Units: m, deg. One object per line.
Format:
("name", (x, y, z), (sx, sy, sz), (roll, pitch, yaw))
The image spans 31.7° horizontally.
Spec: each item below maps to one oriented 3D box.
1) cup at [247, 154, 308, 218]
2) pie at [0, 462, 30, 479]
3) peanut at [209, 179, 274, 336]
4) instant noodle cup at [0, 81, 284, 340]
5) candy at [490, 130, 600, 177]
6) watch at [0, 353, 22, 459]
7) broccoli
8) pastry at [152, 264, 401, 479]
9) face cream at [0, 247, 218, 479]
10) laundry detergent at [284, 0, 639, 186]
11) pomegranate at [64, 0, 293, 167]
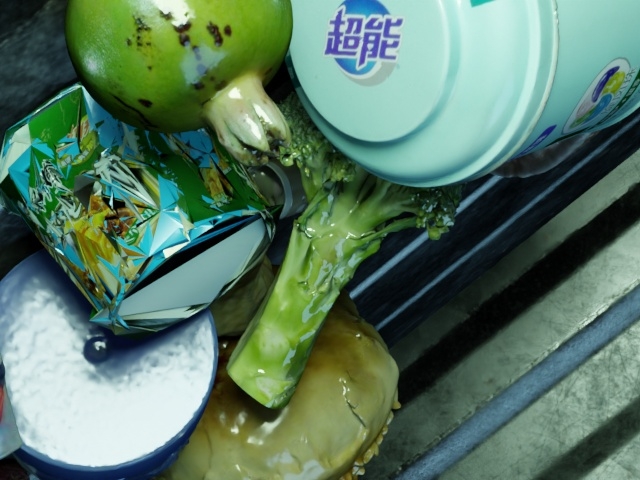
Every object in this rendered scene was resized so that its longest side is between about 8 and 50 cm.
("cup", (-0.044, -0.059, 1.415), (0.099, 0.074, 0.102), (-19, 150, -48))
("pie", (-0.523, 0.400, 1.708), (0.182, 0.049, 0.182), (-38, 167, -10))
("peanut", (-0.132, 0.020, 1.345), (0.159, 0.143, 0.291), (-23, 155, -12))
("instant noodle cup", (-0.163, -0.035, 1.069), (0.240, 0.178, 0.240), (-33, 162, -12))
("candy", (0.277, -0.212, 1.428), (0.157, 0.214, 0.289), (-29, 163, -43))
("watch", (-0.395, 0.100, 0.876), (0.274, 0.241, 0.305), (-21, 171, -18))
("broccoli", (0.003, 0.001, 1.211), (0.361, 0.221, 0.252), (-62, 179, -12))
("pastry", (-0.084, 0.208, 1.524), (0.409, 0.409, 0.245), (-31, 123, -21))
("face cream", (-0.243, 0.143, 1.236), (0.249, 0.249, 0.225), (-32, 171, -18))
("laundry detergent", (0.136, -0.207, 1.036), (0.305, 0.287, 0.287), (-22, 157, -43))
("pomegranate", (-0.093, -0.147, 0.860), (0.180, 0.210, 0.180), (-37, 167, -10))
